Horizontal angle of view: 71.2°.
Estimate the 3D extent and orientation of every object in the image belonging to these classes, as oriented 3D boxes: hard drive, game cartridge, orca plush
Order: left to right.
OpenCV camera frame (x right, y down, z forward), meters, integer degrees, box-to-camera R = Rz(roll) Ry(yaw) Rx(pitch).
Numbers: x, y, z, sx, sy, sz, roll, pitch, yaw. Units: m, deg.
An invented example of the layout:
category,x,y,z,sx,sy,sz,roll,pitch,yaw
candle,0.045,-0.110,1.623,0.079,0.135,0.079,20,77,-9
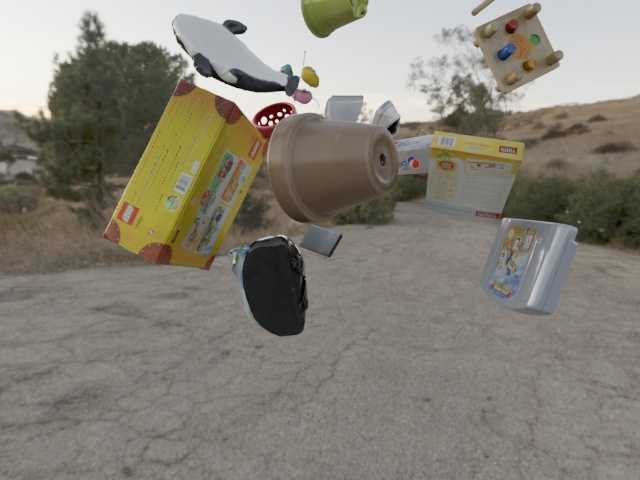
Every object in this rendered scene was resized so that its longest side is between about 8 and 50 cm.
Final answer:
category,x,y,z,sx,sy,sz,roll,pitch,yaw
orca plush,-0.185,-0.388,0.985,0.286,0.151,0.102,13,-15,-11
hard drive,0.000,0.000,1.593,0.135,0.094,0.022,19,-21,34
game cartridge,0.438,0.054,0.976,0.062,0.198,0.297,21,5,-1

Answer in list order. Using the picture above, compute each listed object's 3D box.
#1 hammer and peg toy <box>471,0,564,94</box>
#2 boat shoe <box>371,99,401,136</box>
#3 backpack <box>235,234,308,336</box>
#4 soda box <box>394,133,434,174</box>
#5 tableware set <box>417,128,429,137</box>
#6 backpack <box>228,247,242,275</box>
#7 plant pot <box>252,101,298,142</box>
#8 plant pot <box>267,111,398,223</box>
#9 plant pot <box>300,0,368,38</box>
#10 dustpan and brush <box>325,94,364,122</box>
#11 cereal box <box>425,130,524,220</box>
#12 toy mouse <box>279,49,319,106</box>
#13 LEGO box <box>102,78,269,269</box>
category,x,y,z,sx,sy,sz,roll,pitch,yaw
hammer and peg toy,0.666,-0.725,1.582,0.265,0.362,0.127,-28,3,-11
boat shoe,0.232,-0.398,1.577,0.095,0.084,0.258,-38,-9,1
backpack,-0.149,0.109,1.376,0.273,0.291,0.355,-9,10,10
soda box,0.305,-0.290,1.535,0.091,0.098,0.286,-45,27,-26
tableware set,0.428,-0.360,1.768,0.024,0.104,0.154,-25,58,-34
backpack,-0.258,0.093,1.676,0.173,0.117,0.158,-3,-34,6
plant pot,-0.169,-0.461,1.882,0.190,0.174,0.191,-12,46,13
plant pot,0.046,-0.175,1.021,0.229,0.263,0.263,-2,6,37
plant pot,0.086,-1.158,2.181,0.253,0.277,0.276,7,11,39
dustpan and brush,0.071,-0.421,1.609,0.147,0.211,0.060,-10,32,-29
cereal box,0.319,-0.130,0.960,0.172,0.048,0.240,12,-23,15
toy mouse,-0.068,-0.403,1.171,0.143,0.031,0.161,-2,-37,31
LEGO box,-0.387,-0.174,1.398,0.193,0.501,0.372,25,-2,10
